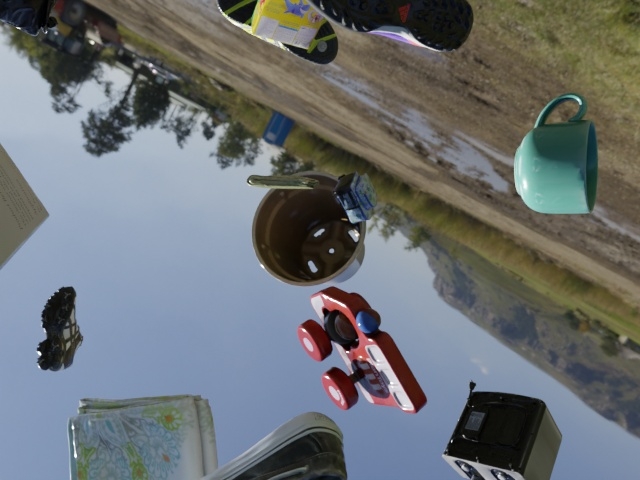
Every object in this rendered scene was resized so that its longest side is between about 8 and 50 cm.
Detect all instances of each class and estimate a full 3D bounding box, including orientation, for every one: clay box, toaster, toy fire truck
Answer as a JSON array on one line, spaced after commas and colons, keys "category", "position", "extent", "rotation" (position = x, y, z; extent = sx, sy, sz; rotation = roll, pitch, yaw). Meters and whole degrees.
[{"category": "clay box", "position": [-0.040, -0.480, 0.998], "extent": [0.127, 0.222, 0.053], "rotation": [6, -120, -24]}, {"category": "toaster", "position": [0.349, 0.379, 0.995], "extent": [0.168, 0.186, 0.110], "rotation": [-9, 124, 47]}, {"category": "toy fire truck", "position": [0.094, 0.236, 1.154], "extent": [0.302, 0.169, 0.254], "rotation": [62, 153, 1]}]

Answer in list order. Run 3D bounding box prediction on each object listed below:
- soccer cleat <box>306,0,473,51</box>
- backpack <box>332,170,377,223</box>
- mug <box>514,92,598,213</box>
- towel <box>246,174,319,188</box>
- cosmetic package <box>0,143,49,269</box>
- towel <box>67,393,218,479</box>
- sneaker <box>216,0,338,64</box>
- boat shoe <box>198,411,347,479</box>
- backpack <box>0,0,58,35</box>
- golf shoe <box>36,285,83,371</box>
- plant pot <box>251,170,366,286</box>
[{"category": "soccer cleat", "position": [0.084, -0.365, 0.785], "extent": [0.318, 0.109, 0.116], "rotation": [4, -154, -30]}, {"category": "backpack", "position": [0.094, -0.104, 1.294], "extent": [0.114, 0.084, 0.105], "rotation": [64, -155, -26]}, {"category": "mug", "position": [0.343, -0.116, 0.756], "extent": [0.097, 0.158, 0.129], "rotation": [1, 151, 34]}, {"category": "towel", "position": [-0.084, -0.133, 1.184], "extent": [0.148, 0.027, 0.110], "rotation": [1, -178, 12]}, {"category": "cosmetic package", "position": [-0.374, -0.021, 0.387], "extent": [0.217, 0.156, 0.385], "rotation": [64, 177, -21]}, {"category": "towel", "position": [-0.329, 0.476, 0.960], "extent": [0.320, 0.375, 0.090], "rotation": [-12, 172, 26]}, {"category": "sneaker", "position": [-0.119, -0.651, 1.542], "extent": [0.384, 0.145, 0.147], "rotation": [25, -168, -17]}, {"category": "boat shoe", "position": [-0.103, 0.367, 0.689], "extent": [0.121, 0.335, 0.119], "rotation": [42, -172, -19]}, {"category": "backpack", "position": [-0.431, -0.403, 0.736], "extent": [0.115, 0.182, 0.152], "rotation": [28, -172, -4]}, {"category": "golf shoe", "position": [-0.608, 0.209, 1.230], "extent": [0.077, 0.198, 0.094], "rotation": [3, 163, 13]}, {"category": "plant pot", "position": [0.000, 0.000, 1.581], "extent": [0.333, 0.334, 0.305], "rotation": [32, 175, 20]}]
